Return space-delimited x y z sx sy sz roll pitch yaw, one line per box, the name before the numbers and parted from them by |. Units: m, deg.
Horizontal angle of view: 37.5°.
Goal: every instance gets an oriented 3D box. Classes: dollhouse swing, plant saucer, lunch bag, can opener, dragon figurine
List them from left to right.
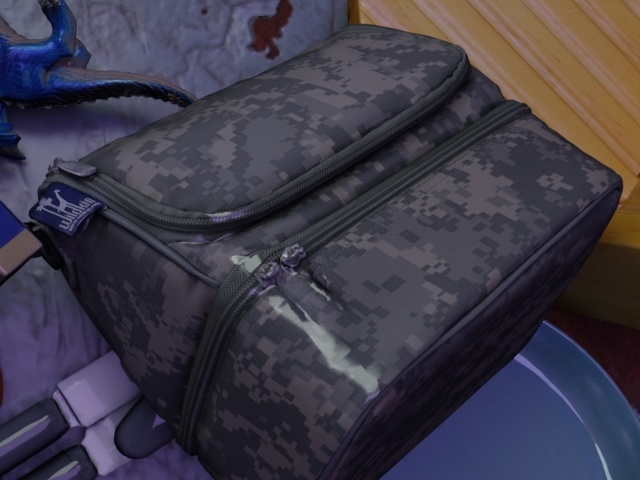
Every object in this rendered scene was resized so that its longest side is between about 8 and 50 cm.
dragon figurine | -0.237 -0.109 0.665 0.289 0.085 0.144 27 78 -6
can opener | -0.185 0.145 0.642 0.283 0.095 0.076 -32 91 -24
lunch bag | 0.000 0.000 0.612 0.256 0.213 0.305 42 54 20
plant saucer | 0.106 0.188 0.705 0.317 0.044 0.318 6 62 -12
dollhouse swing | 0.253 -0.160 0.718 0.347 0.315 0.305 -50 117 -15

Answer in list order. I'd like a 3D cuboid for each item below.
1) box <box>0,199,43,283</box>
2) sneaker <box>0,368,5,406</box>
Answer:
box | -0.270 -0.055 0.558 0.225 0.136 0.036 50 56 -8
sneaker | -0.260 0.046 0.650 0.064 0.067 0.175 -24 88 -16
